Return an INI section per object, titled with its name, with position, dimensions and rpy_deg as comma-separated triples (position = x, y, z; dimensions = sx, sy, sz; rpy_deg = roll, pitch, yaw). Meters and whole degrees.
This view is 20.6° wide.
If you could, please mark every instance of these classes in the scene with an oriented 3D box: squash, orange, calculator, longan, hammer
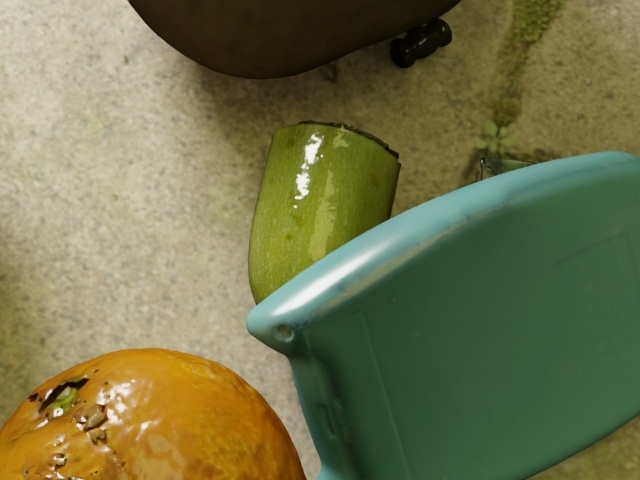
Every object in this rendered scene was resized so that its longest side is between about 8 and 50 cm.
[squash]
position = 0.000, 0.000, 1.472
dimensions = 0.123, 0.123, 0.186
rpy_deg = 13, 67, -5
[orange]
position = -0.130, 0.201, 1.289
dimensions = 0.246, 0.246, 0.246
rpy_deg = 4, 65, -9
[calculator]
position = 0.146, 0.078, 1.417
dimensions = 0.386, 0.054, 0.256
rpy_deg = -23, 111, -17
[longan]
position = -0.014, -0.306, 1.498
dimensions = 0.361, 0.361, 0.360
rpy_deg = 4, 65, -9
[hammer]
position = 0.015, -0.282, 1.657
dimensions = 0.058, 0.029, 0.292
rpy_deg = -30, 72, -24

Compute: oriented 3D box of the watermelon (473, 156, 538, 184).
[watermelon]
position = 0.175, 0.007, 1.486
dimensions = 0.137, 0.145, 0.193
rpy_deg = 39, 65, 13
